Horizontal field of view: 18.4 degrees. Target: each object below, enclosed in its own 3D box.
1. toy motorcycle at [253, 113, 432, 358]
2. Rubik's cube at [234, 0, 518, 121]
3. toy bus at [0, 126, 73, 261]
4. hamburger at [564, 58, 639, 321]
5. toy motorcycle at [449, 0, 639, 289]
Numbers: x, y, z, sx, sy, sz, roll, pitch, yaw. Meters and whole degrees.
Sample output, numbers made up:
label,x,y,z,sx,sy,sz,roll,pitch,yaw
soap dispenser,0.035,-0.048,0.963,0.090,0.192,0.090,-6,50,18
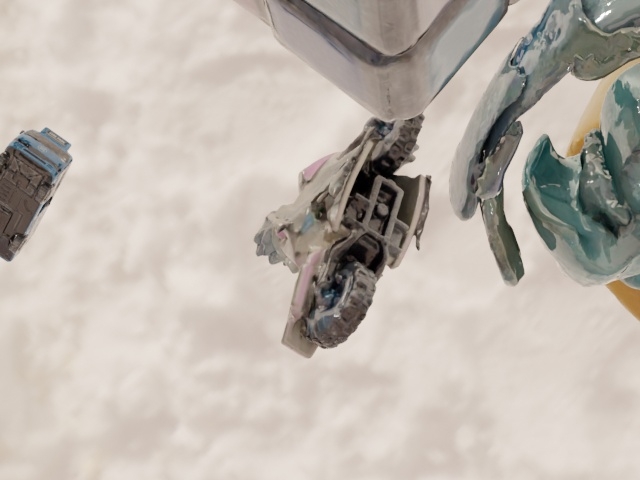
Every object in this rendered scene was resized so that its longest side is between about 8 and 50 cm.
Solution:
label,x,y,z,sx,sy,sz,roll,pitch,yaw
toy motorcycle,0.005,0.003,1.703,0.108,0.239,0.204,46,142,-14
Rubik's cube,0.000,-0.262,0.612,0.287,0.292,0.293,38,82,17
toy bus,-0.184,-0.030,1.216,0.038,0.046,0.083,35,128,1
hamburger,0.313,-0.040,1.401,0.300,0.176,0.300,32,151,21
toy motorcycle,0.181,-0.058,1.015,0.206,0.154,0.260,4,138,-19
